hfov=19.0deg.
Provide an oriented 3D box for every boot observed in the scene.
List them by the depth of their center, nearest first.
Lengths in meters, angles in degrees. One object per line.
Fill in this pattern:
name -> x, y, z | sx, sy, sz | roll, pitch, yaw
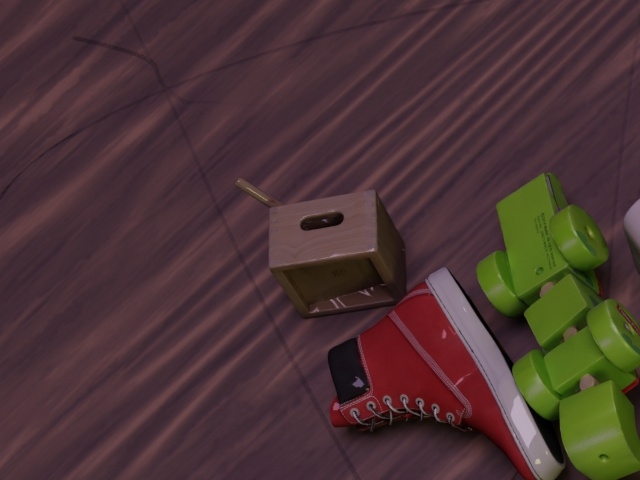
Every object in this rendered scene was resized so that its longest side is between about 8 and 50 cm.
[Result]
boot -> 0.108, 0.164, 1.799 | 0.176, 0.088, 0.244 | -36, 54, 5

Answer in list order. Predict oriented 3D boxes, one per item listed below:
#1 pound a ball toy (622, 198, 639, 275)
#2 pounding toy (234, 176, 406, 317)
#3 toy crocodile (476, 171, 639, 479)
pound a ball toy -> 0.367, 0.092, 1.695 | 0.208, 0.135, 0.319 | -28, 51, -2
pounding toy -> 0.000, 0.000, 1.900 | 0.141, 0.130, 0.100 | -9, 58, 15
toy crocodile -> 0.234, 0.071, 1.785 | 0.115, 0.105, 0.340 | -37, 40, 21
